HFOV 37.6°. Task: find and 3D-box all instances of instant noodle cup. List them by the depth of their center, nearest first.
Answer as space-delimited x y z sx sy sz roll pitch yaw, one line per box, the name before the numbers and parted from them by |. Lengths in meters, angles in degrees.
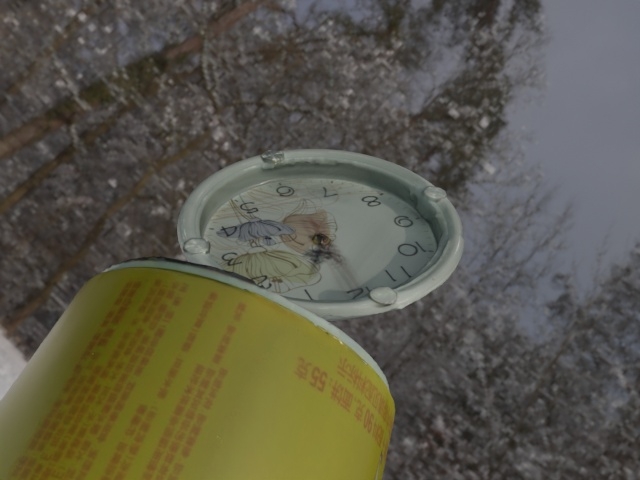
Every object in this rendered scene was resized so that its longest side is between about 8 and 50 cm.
instant noodle cup | -0.076 0.143 0.365 0.215 0.236 0.215 16 -31 10

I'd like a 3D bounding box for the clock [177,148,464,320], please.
clock | 0.000 0.000 0.783 0.236 0.236 0.053 30 -46 30
